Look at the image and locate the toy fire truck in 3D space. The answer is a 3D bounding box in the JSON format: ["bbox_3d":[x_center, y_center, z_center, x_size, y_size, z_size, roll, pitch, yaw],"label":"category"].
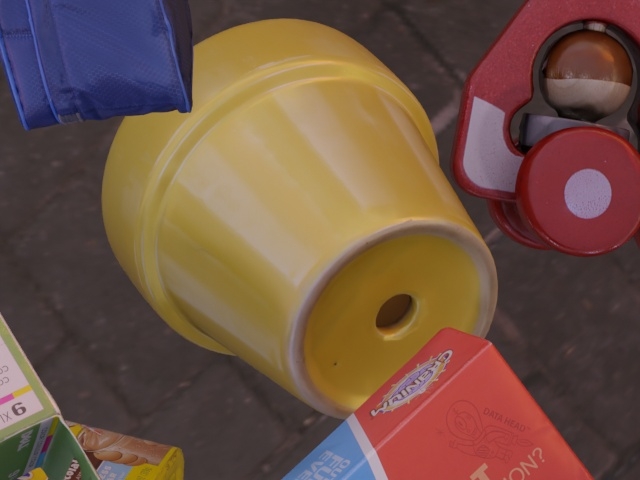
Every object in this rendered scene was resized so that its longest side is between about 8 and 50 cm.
[{"bbox_3d":[0.261,-0.105,1.354,0.302,0.169,0.254,11,91,-4],"label":"toy fire truck"}]

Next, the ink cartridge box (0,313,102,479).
[{"bbox_3d":[-0.234,0.109,1.181,0.209,0.062,0.109,55,151,14],"label":"ink cartridge box"}]

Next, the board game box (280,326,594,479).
[{"bbox_3d":[0.086,0.246,0.969,0.242,0.064,0.316,-42,107,-13],"label":"board game box"}]

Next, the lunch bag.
[{"bbox_3d":[-0.081,-0.087,0.558,0.065,0.067,0.098,-8,127,2],"label":"lunch bag"}]

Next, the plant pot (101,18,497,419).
[{"bbox_3d":[0.000,0.000,1.250,0.254,0.254,0.239,-59,40,14],"label":"plant pot"}]

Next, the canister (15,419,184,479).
[{"bbox_3d":[-0.199,0.183,1.283,0.169,0.126,0.073,12,118,12],"label":"canister"}]
